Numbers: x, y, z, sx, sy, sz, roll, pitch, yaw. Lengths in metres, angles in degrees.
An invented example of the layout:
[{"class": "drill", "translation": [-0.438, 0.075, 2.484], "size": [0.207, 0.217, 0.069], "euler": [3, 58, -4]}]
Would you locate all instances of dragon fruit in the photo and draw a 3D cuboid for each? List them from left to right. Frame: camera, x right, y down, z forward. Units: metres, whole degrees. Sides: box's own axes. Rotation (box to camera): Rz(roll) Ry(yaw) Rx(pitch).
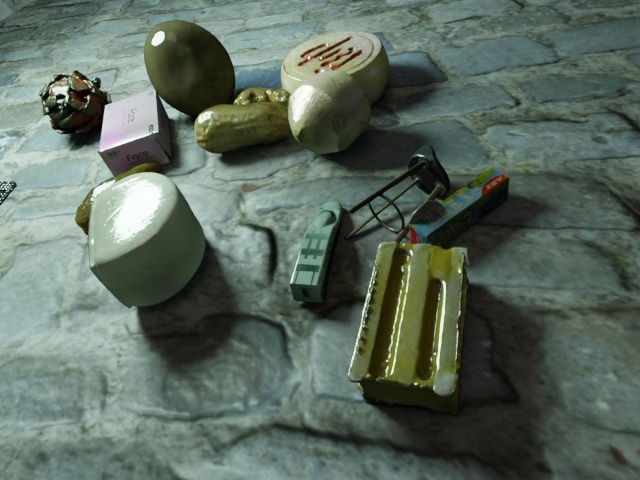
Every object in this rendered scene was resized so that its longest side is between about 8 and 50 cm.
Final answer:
[{"class": "dragon fruit", "translation": [-0.680, -0.378, 1.293], "size": [0.183, 0.182, 0.189], "euler": [3, 7, 19]}]

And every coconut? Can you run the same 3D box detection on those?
[{"class": "coconut", "translation": [0.015, -0.261, 0.983], "size": [0.171, 0.170, 0.183], "euler": [18, 51, 30]}]

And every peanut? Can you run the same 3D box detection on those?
[{"class": "peanut", "translation": [-0.174, -0.266, 1.081], "size": [0.237, 0.120, 0.110], "euler": [-10, 78, -2]}]

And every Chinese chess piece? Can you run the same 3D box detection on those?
[{"class": "Chinese chess piece", "translation": [0.036, -0.415, 1.164], "size": [0.270, 0.112, 0.269], "euler": [-8, 46, 9]}]

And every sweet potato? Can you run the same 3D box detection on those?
[{"class": "sweet potato", "translation": [-0.444, -0.111, 1.026], "size": [0.077, 0.077, 0.243], "euler": [15, 53, 28]}]

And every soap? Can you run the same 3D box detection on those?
[{"class": "soap", "translation": [0.129, 0.110, 0.642], "size": [0.135, 0.076, 0.233], "euler": [3, 48, 19]}]

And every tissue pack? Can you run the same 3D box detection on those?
[{"class": "tissue pack", "translation": [-0.465, -0.273, 1.180], "size": [0.149, 0.092, 0.246], "euler": [-21, 45, -3]}]

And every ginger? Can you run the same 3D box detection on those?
[{"class": "ginger", "translation": [-0.146, -0.339, 1.124], "size": [0.165, 0.067, 0.096], "euler": [4, 16, 43]}]

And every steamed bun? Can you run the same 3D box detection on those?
[{"class": "steamed bun", "translation": [-0.302, -0.012, 0.834], "size": [0.164, 0.146, 0.241], "euler": [-24, 43, -4]}]

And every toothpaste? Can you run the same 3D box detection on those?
[{"class": "toothpaste", "translation": [0.234, -0.057, 0.780], "size": [0.194, 0.070, 0.044], "euler": [-34, 45, -17]}]

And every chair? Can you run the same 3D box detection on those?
[{"class": "chair", "translation": [0.144, -0.068, 0.810], "size": [0.095, 0.104, 0.221], "euler": [41, 69, 13]}]

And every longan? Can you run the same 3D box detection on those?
[{"class": "longan", "translation": [-0.340, -0.443, 1.206], "size": [0.246, 0.246, 0.214], "euler": [13, 72, 27]}]

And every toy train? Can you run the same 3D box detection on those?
[{"class": "toy train", "translation": [0.000, 0.000, 0.805], "size": [0.052, 0.051, 0.233], "euler": [3, 47, 14]}]

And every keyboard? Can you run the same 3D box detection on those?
[{"class": "keyboard", "translation": [-0.824, -0.081, 1.147], "size": [0.061, 0.018, 0.195], "euler": [-3, 46, 10]}]

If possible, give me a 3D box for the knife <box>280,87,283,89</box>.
[{"class": "knife", "translation": [-0.092, -0.404, 1.255], "size": [0.047, 0.017, 0.297], "euler": [17, 53, 22]}]
